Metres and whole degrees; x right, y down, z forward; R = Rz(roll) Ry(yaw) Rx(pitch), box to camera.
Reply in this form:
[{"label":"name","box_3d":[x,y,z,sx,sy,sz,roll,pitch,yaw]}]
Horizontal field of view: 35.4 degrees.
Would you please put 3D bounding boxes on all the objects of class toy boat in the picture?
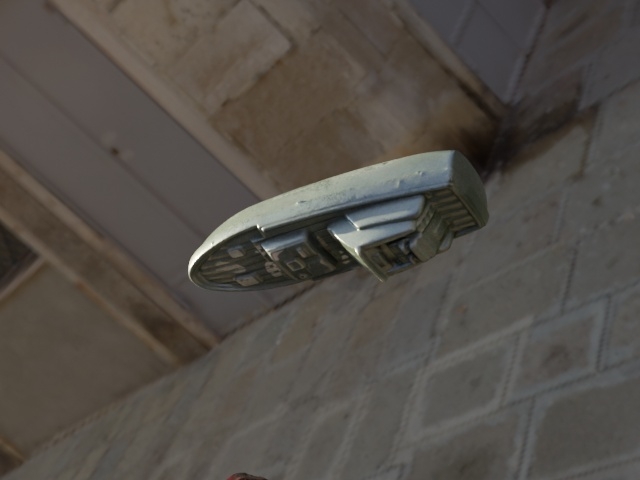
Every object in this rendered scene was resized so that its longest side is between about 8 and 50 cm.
[{"label":"toy boat","box_3d":[0.000,0.000,0.763,0.261,0.078,0.085,-16,45,32]}]

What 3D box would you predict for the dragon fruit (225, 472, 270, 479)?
[{"label":"dragon fruit","box_3d":[-0.059,0.377,0.921,0.329,0.329,0.329,-42,16,15]}]
